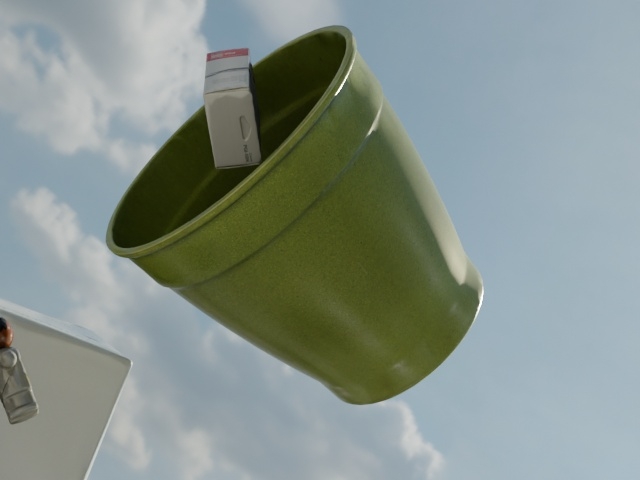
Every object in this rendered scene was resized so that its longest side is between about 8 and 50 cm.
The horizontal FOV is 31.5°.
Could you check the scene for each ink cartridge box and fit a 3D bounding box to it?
[{"bbox_3d":[-0.104,-0.158,1.347,0.056,0.135,0.099,-7,-62,0],"label":"ink cartridge box"}]

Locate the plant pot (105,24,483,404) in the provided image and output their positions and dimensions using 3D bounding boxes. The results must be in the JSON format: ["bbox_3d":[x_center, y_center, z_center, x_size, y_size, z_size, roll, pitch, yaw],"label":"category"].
[{"bbox_3d":[0.000,0.000,1.354,0.353,0.366,0.366,48,-31,-23],"label":"plant pot"}]

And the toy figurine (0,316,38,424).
[{"bbox_3d":[-0.461,0.176,1.340,0.209,0.213,0.148,-34,-107,24],"label":"toy figurine"}]

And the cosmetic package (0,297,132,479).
[{"bbox_3d":[-0.515,0.248,1.687,0.329,0.327,0.394,24,-6,-19],"label":"cosmetic package"}]
